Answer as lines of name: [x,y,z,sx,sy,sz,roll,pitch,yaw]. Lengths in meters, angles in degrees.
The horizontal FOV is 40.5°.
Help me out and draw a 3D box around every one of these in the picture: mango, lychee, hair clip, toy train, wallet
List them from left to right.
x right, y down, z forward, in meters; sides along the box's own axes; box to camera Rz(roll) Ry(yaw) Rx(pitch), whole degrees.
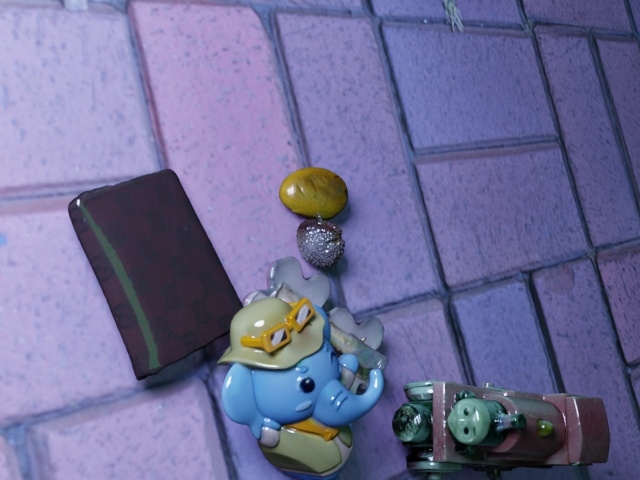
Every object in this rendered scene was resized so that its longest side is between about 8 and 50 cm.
wallet: [-0.197,0.032,1.057,0.182,0.049,0.229,-27,94,-47]
mango: [-0.010,-0.067,1.258,0.114,0.057,0.079,-3,83,-35]
lychee: [0.000,0.000,1.234,0.068,0.067,0.083,-9,104,-2]
hair clip: [0.002,0.130,1.199,0.257,0.075,0.146,37,70,-20]
toy train: [0.260,0.276,1.281,0.304,0.221,0.150,13,70,-39]

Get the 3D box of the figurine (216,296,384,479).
figurine: [-0.024,0.186,1.094,0.180,0.154,0.262,-40,119,-10]
